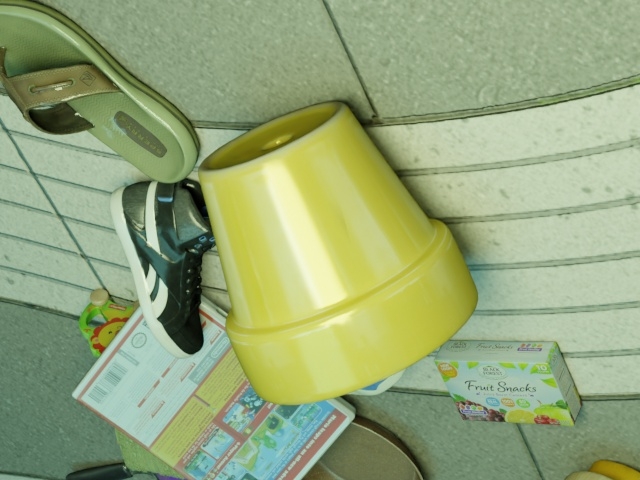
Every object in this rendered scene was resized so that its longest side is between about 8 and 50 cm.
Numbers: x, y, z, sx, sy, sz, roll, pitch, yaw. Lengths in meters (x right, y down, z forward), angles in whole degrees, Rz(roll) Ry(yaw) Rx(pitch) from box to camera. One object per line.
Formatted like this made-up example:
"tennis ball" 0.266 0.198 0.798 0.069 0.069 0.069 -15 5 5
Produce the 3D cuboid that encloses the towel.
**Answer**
"towel" -0.230 0.252 2.149 0.110 0.027 0.148 5 120 29

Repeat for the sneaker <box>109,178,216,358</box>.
"sneaker" -0.147 0.030 1.805 0.121 0.079 0.217 -13 110 21

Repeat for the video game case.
"video game case" -0.129 0.195 1.929 0.285 0.025 0.204 37 109 -7

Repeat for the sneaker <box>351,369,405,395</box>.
"sneaker" 0.026 0.135 1.828 0.084 0.058 0.152 37 149 -29

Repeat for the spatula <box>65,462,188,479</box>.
"spatula" -0.260 0.329 2.263 0.296 0.030 0.084 -13 118 41

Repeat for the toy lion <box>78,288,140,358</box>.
"toy lion" -0.256 0.111 1.979 0.100 0.096 0.034 12 137 22

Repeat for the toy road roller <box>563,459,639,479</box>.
"toy road roller" 0.269 0.406 1.888 0.240 0.202 0.330 16 141 35

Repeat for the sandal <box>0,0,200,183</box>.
"sandal" -0.267 -0.154 1.712 0.302 0.086 0.120 34 141 -3

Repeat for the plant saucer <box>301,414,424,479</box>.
"plant saucer" 0.046 0.278 2.013 0.198 0.036 0.199 17 139 15

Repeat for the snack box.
"snack box" 0.209 0.158 1.782 0.141 0.037 0.100 -2 129 34

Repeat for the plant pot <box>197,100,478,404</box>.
"plant pot" 0.000 0.000 1.606 0.254 0.254 0.239 -11 109 40
